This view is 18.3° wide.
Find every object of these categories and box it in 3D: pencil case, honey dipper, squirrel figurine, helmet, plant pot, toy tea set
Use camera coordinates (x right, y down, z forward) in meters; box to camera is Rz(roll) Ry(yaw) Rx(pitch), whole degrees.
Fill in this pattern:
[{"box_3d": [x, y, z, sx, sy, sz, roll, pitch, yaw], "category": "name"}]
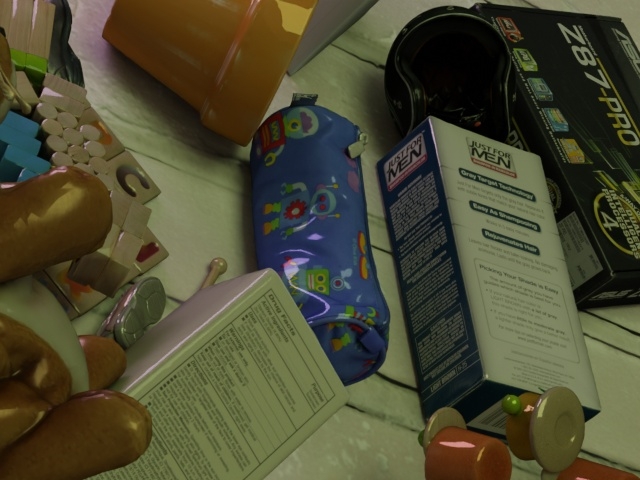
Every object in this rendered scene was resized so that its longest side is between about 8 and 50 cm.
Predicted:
[{"box_3d": [0.000, 0.000, 2.037, 0.119, 0.133, 0.306, 46, 31, -48], "category": "pencil case"}, {"box_3d": [-0.123, 0.065, 1.947, 0.030, 0.030, 0.161, 41, 34, -11], "category": "honey dipper"}, {"box_3d": [-0.349, 0.011, 1.485, 0.281, 0.397, 0.371, -106, 178, -78], "category": "squirrel figurine"}, {"box_3d": [0.150, -0.186, 2.306, 0.169, 0.169, 0.162, 16, 55, -35], "category": "helmet"}, {"box_3d": [-0.118, -0.229, 2.076, 0.188, 0.205, 0.205, 26, 42, -6], "category": "plant pot"}, {"box_3d": [0.204, 0.258, 2.013, 0.336, 0.124, 0.200, 51, 57, -35], "category": "toy tea set"}]

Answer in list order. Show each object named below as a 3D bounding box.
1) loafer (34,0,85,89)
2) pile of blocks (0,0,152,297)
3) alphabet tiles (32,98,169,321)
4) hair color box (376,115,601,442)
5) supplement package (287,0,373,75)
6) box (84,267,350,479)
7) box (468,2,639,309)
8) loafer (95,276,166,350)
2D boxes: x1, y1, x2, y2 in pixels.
[{"box_3d": [-0.281, -0.202, 1.958, 0.061, 0.062, 0.170, 9, 49, -41], "category": "loafer"}, {"box_3d": [-0.278, -0.078, 1.802, 0.149, 0.113, 0.362, -2, 51, -37], "category": "pile of blocks"}, {"box_3d": [-0.287, -0.059, 1.869, 0.285, 0.011, 0.342, 51, 32, 1], "category": "alphabet tiles"}, {"box_3d": [0.183, 0.047, 2.194, 0.174, 0.105, 0.347, 18, 48, -34], "category": "hair color box"}, {"box_3d": [0.038, -0.347, 2.254, 0.145, 0.262, 0.204, 47, 38, -2], "category": "supplement package"}, {"box_3d": [-0.134, 0.169, 1.687, 0.311, 0.121, 0.148, -38, 104, -37], "category": "box"}, {"box_3d": [0.344, -0.107, 2.489, 0.318, 0.097, 0.395, 0, 59, -48], "category": "box"}, {"box_3d": [-0.182, 0.070, 1.872, 0.125, 0.039, 0.045, -60, 133, -64], "category": "loafer"}]
